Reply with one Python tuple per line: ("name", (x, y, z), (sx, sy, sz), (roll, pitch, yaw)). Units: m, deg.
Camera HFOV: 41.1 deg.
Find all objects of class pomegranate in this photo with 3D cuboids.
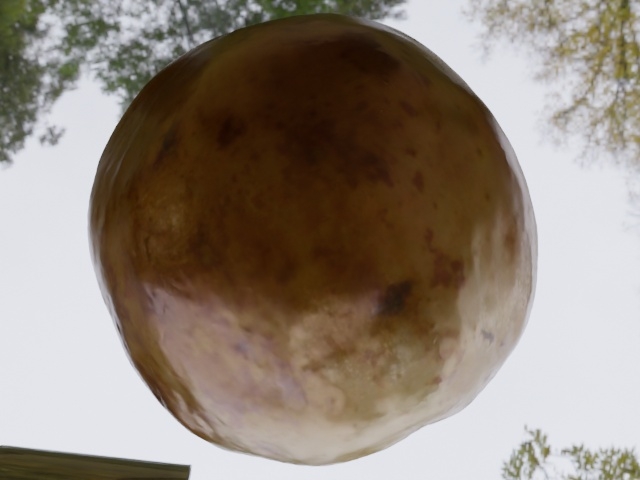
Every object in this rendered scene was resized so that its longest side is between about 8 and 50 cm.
("pomegranate", (0.000, 0.000, 0.445), (0.248, 0.248, 0.248), (-5, -143, 4))

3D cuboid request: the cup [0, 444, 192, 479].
("cup", (-0.131, 0.161, 0.491), (0.116, 0.104, 0.074), (10, -116, -4))
